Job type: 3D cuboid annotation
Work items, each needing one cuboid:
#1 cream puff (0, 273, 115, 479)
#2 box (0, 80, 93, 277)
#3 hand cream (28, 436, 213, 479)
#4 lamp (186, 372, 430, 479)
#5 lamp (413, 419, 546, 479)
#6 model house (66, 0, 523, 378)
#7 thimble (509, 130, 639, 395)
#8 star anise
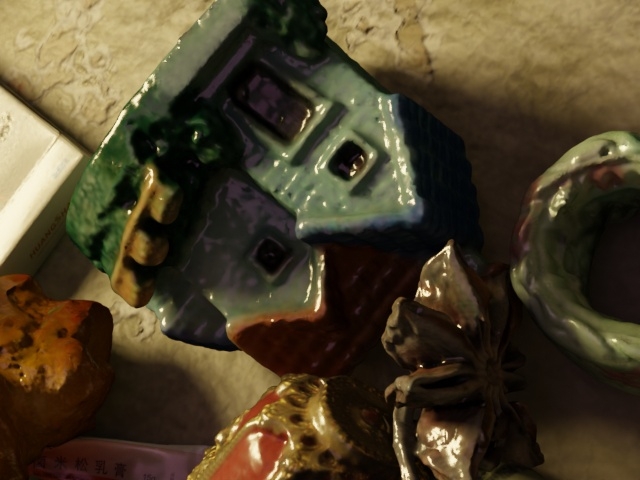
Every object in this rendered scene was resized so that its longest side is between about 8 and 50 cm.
[{"bbox_3d":[-0.317,0.125,1.717,0.269,0.241,0.155,4,122,35],"label":"cream puff"},{"bbox_3d":[-0.330,-0.078,1.846,0.233,0.067,0.149,38,94,24],"label":"box"},{"bbox_3d":[-0.199,0.204,1.755,0.216,0.038,0.052,5,107,17],"label":"hand cream"},{"bbox_3d":[-0.034,0.234,1.581,0.177,0.177,0.274,51,118,22],"label":"lamp"},{"bbox_3d":[0.132,0.218,1.594,0.250,0.101,0.101,31,90,36],"label":"lamp"},{"bbox_3d":[0.000,0.000,1.622,0.329,0.252,0.295,42,93,17],"label":"model house"},{"bbox_3d":[0.260,0.027,1.560,0.185,0.149,0.211,-42,67,5],"label":"thimble"},{"bbox_3d":[0.104,0.118,1.510,0.089,0.209,0.231,-11,31,40],"label":"star anise"}]
